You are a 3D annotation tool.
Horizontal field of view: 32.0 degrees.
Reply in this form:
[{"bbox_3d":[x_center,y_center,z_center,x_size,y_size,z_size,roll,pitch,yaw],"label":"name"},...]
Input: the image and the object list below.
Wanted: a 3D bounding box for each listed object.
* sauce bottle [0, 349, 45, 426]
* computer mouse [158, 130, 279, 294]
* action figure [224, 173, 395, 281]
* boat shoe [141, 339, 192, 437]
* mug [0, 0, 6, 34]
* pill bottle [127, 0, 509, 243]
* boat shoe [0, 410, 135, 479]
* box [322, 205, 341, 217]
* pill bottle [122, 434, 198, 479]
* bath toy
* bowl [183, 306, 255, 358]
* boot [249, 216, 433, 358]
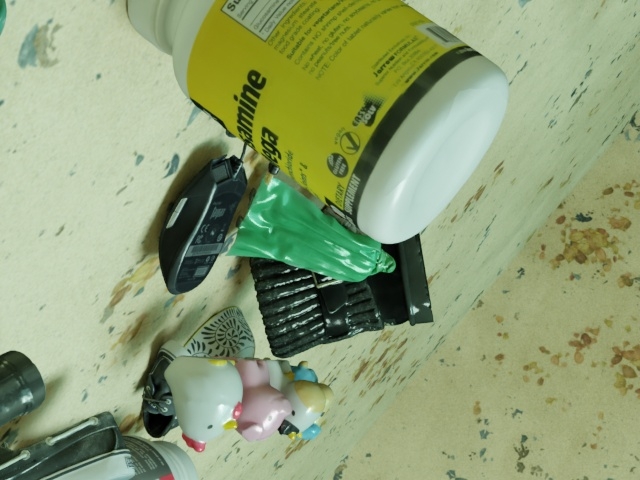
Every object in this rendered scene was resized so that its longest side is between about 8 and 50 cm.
[{"bbox_3d":[-0.420,0.212,1.090,0.344,0.111,0.111,-31,153,-45],"label":"sauce bottle"},{"bbox_3d":[-0.123,-0.062,1.396,0.184,0.060,0.262,-17,134,-63],"label":"computer mouse"},{"bbox_3d":[0.000,0.000,1.549,0.137,0.232,0.063,-60,-162,28],"label":"action figure"},{"bbox_3d":[-0.231,0.228,1.647,0.076,0.080,0.228,-43,167,-31],"label":"boat shoe"},{"bbox_3d":[-0.285,-0.148,0.767,0.158,0.097,0.129,-46,161,-18],"label":"mug"},{"bbox_3d":[-0.011,-0.161,1.023,0.188,0.334,0.188,-45,160,-21],"label":"pill bottle"},{"bbox_3d":[-0.382,0.289,1.336,0.306,0.105,0.113,-20,164,-15],"label":"boat shoe"},{"bbox_3d":[0.124,-0.077,1.843,0.257,0.122,0.128,-51,163,-5],"label":"box"},{"bbox_3d":[-0.303,0.369,1.564,0.176,0.176,0.318,-57,162,13],"label":"pill bottle"},{"bbox_3d":[-0.097,0.231,1.587,0.348,0.151,0.129,17,77,-65],"label":"bath toy"},{"bbox_3d":[-0.153,0.195,1.753,0.170,0.080,0.170,-46,162,-20],"label":"bowl"},{"bbox_3d":[0.015,-0.012,1.665,0.260,0.348,0.131,-10,168,7],"label":"boot"}]
